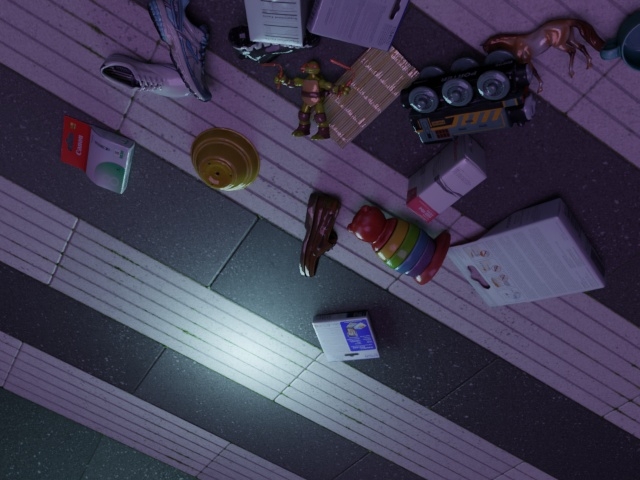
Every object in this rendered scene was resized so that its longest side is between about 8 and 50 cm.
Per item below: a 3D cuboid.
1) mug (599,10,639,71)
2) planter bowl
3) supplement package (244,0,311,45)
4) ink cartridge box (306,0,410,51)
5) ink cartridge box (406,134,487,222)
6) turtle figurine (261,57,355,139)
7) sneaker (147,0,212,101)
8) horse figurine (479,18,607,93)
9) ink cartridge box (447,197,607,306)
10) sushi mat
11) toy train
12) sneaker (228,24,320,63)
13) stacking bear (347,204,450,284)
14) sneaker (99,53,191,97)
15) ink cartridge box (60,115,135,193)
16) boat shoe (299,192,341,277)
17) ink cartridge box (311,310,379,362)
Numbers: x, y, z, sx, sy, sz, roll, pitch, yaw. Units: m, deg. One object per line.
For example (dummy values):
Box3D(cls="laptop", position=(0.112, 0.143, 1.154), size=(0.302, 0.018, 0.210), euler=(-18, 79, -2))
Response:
Box3D(cls="mug", position=(0.746, -0.473, 1.394), size=(0.158, 0.097, 0.129), euler=(15, 129, 0))
Box3D(cls="planter bowl", position=(-0.296, -0.219, 1.788), size=(0.217, 0.090, 0.217), euler=(5, 127, 7))
Box3D(cls="supplement package", position=(-0.100, -0.591, 1.386), size=(0.134, 0.139, 0.244), euler=(8, 152, 5))
Box3D(cls="ink cartridge box", position=(0.104, -0.581, 1.431), size=(0.224, 0.045, 0.223), euler=(6, 126, -27))
Box3D(cls="ink cartridge box", position=(0.347, -0.175, 1.657), size=(0.092, 0.158, 0.218), euler=(37, 125, -15))
Box3D(cls="turtle figurine", position=(-0.033, -0.388, 1.612), size=(0.270, 0.087, 0.217), euler=(11, 115, 18))
Box3D(cls="sneaker", position=(-0.335, -0.501, 1.563), size=(0.122, 0.110, 0.283), euler=(-26, 118, -6))
Box3D(cls="horse figurine", position=(0.544, -0.459, 1.452), size=(0.263, 0.066, 0.174), euler=(-19, 106, 34))
Box3D(cls="ink cartridge box", position=(0.626, 0.055, 1.852), size=(0.385, 0.091, 0.308), euler=(-19, 123, 43))
Box3D(cls="sushi mat", position=(0.108, -0.393, 1.625), size=(0.151, 0.019, 0.316), euler=(37, 124, -18))
Box3D(cls="toy train", position=(0.370, -0.350, 1.508), size=(0.334, 0.142, 0.190), euler=(-4, 133, 33))
Box3D(cls="sneaker", position=(-0.119, -0.507, 1.549), size=(0.234, 0.078, 0.106), euler=(-6, 167, -8))
Box3D(cls="stacking bear", position=(0.225, -0.002, 1.822), size=(0.289, 0.164, 0.175), euler=(31, 126, -8))
Box3D(cls="sneaker", position=(-0.477, -0.439, 1.652), size=(0.258, 0.091, 0.094), euler=(12, 128, -1))
Box3D(cls="ink cartridge box", position=(-0.699, -0.263, 1.855), size=(0.225, 0.056, 0.181), euler=(20, 128, -7))
Box3D(cls="boat shoe", position=(0.000, 0.000, 1.886), size=(0.104, 0.110, 0.307), euler=(11, 128, 4))
Box3D(cls="ink cartridge box", position=(0.095, 0.350, 2.176), size=(0.206, 0.045, 0.208), euler=(-8, 124, 16))
